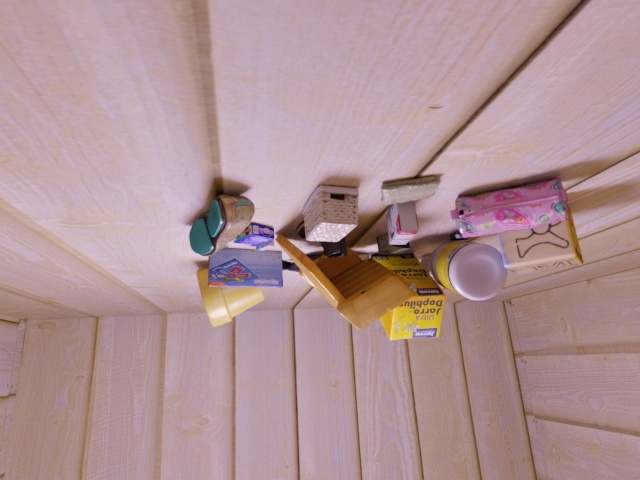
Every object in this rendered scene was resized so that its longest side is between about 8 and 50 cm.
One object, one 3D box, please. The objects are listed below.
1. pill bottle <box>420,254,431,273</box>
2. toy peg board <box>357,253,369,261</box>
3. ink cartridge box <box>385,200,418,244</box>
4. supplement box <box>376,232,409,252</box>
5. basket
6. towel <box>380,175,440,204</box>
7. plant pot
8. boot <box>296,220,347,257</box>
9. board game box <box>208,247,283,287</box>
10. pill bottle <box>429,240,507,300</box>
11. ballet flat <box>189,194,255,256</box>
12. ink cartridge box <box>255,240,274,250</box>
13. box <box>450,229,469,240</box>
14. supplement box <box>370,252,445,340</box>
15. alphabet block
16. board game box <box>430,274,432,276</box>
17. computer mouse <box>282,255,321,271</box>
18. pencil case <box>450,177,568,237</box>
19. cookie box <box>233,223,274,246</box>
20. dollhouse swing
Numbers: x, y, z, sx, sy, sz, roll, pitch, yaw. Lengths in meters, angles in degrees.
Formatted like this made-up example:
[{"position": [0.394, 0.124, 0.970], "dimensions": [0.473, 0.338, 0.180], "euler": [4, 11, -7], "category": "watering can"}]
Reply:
[{"position": [0.539, 0.113, 1.822], "dimensions": [0.160, 0.087, 0.087], "euler": [7, 160, -31], "category": "pill bottle"}, {"position": [0.136, 0.146, 1.667], "dimensions": [0.160, 0.079, 0.161], "euler": [-4, 129, -44], "category": "toy peg board"}, {"position": [0.236, -0.052, 1.175], "dimensions": [0.056, 0.099, 0.135], "euler": [-3, 163, -5], "category": "ink cartridge box"}, {"position": [0.263, 0.008, 1.459], "dimensions": [0.083, 0.056, 0.083], "euler": [8, 160, -35], "category": "supplement box"}, {"position": [0.026, -0.066, 1.076], "dimensions": [0.113, 0.103, 0.167], "euler": [2, 163, -17], "category": "basket"}, {"position": [0.231, -0.128, 1.045], "dimensions": [0.148, 0.027, 0.110], "euler": [-6, 162, 8], "category": "towel"}, {"position": [-0.377, 0.214, 1.720], "dimensions": [0.239, 0.254, 0.254], "euler": [-16, 166, -11], "category": "plant pot"}, {"position": [0.000, 0.000, 1.232], "dimensions": [0.077, 0.137, 0.198], "euler": [10, 159, -39], "category": "boot"}, {"position": [-0.278, 0.105, 1.508], "dimensions": [0.281, 0.145, 0.027], "euler": [5, 161, -26], "category": "board game box"}, {"position": [0.508, 0.096, 1.443], "dimensions": [0.188, 0.188, 0.334], "euler": [-4, -178, -1], "category": "pill bottle"}, {"position": [-0.272, -0.036, 1.114], "dimensions": [0.123, 0.123, 0.348], "euler": [5, 161, -28], "category": "ballet flat"}, {"position": [-0.182, 0.004, 1.357], "dimensions": [0.083, 0.048, 0.028], "euler": [-17, 159, 39], "category": "ink cartridge box"}, {"position": [0.527, -0.020, 1.488], "dimensions": [0.067, 0.018, 0.083], "euler": [-3, 164, -3], "category": "box"}, {"position": [0.331, 0.212, 1.615], "dimensions": [0.194, 0.195, 0.356], "euler": [-2, -156, -8], "category": "supplement box"}, {"position": [0.694, -0.007, 1.277], "dimensions": [0.197, 0.192, 0.193], "euler": [-15, 162, 36], "category": "alphabet block"}, {"position": [0.583, 0.181, 2.097], "dimensions": [0.318, 0.066, 0.318], "euler": [-12, 161, 26], "category": "board game box"}, {"position": [-0.058, 0.099, 1.691], "dimensions": [0.272, 0.072, 0.188], "euler": [-2, 171, 42], "category": "computer mouse"}, {"position": [0.507, -0.084, 1.093], "dimensions": [0.284, 0.124, 0.124], "euler": [-9, 163, 25], "category": "pencil case"}, {"position": [-0.217, -0.016, 1.297], "dimensions": [0.107, 0.040, 0.092], "euler": [-19, 158, 40], "category": "cookie box"}, {"position": [0.071, 0.072, 1.362], "dimensions": [0.315, 0.305, 0.347], "euler": [-29, -155, -14], "category": "dollhouse swing"}]
